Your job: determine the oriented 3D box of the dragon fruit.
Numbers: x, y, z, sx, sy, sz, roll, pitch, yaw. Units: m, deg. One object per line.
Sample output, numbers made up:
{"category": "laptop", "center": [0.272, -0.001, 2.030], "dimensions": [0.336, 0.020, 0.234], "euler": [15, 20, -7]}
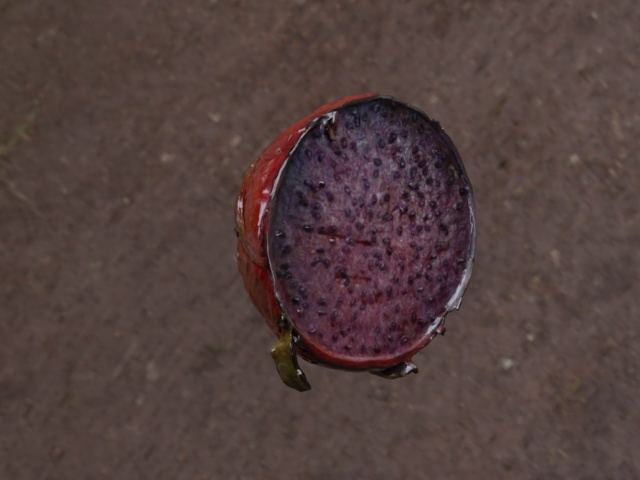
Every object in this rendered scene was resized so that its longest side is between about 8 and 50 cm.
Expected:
{"category": "dragon fruit", "center": [0.002, -0.003, 1.279], "dimensions": [0.148, 0.218, 0.224], "euler": [3, 96, 51]}
